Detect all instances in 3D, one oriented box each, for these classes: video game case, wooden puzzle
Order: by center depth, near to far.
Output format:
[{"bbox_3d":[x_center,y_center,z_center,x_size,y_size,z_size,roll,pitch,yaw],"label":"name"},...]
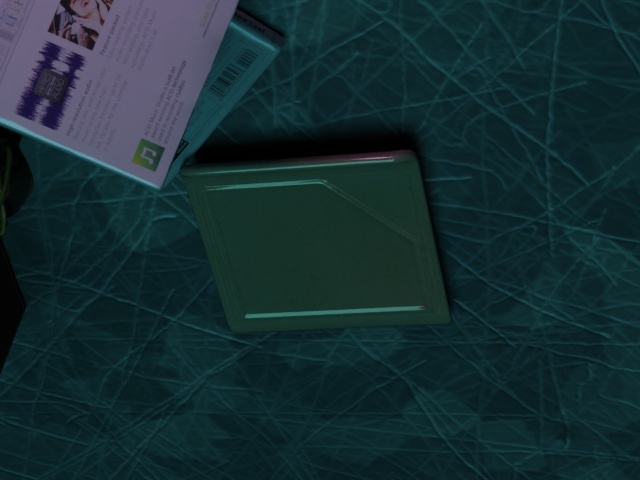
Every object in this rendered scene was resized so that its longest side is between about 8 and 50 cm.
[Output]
[{"bbox_3d":[-0.168,-0.158,1.668,0.193,0.023,0.212,30,131,-16],"label":"video game case"},{"bbox_3d":[0.000,0.000,1.772,0.221,0.044,0.238,-3,136,13],"label":"wooden puzzle"}]

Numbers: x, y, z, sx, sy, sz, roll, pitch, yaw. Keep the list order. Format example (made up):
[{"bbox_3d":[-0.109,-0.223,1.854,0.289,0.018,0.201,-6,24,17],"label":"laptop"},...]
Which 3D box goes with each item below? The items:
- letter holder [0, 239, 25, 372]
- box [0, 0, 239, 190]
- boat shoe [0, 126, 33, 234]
[{"bbox_3d":[-0.409,0.092,1.754,0.152,0.301,0.214,0,132,12],"label":"letter holder"},{"bbox_3d":[-0.231,-0.206,1.503,0.322,0.058,0.232,23,89,-11],"label":"box"},{"bbox_3d":[-0.301,-0.065,1.590,0.123,0.342,0.123,13,101,-9],"label":"boat shoe"}]
